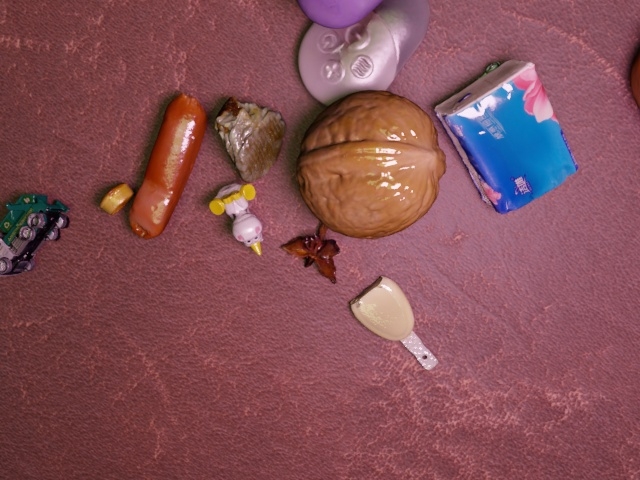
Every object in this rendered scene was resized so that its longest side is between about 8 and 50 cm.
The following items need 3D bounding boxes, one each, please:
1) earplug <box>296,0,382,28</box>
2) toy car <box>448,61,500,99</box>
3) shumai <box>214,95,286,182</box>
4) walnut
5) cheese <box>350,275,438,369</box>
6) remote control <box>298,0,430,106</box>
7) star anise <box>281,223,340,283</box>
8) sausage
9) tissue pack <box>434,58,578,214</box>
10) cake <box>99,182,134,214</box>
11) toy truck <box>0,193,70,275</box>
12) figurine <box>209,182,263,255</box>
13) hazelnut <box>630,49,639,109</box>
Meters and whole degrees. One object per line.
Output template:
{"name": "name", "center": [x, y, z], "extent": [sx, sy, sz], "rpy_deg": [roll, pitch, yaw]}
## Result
{"name": "earplug", "center": [0.130, -0.606, 1.248], "extent": [0.215, 0.215, 0.456], "rpy_deg": [43, 84, -3]}
{"name": "toy car", "center": [0.356, -0.328, 1.410], "extent": [0.143, 0.054, 0.073], "rpy_deg": [-39, 96, 10]}
{"name": "shumai", "center": [-0.181, -0.230, 1.430], "extent": [0.142, 0.184, 0.184], "rpy_deg": [26, 101, 24]}
{"name": "walnut", "center": [0.106, -0.156, 1.317], "extent": [0.332, 0.333, 0.333], "rpy_deg": [1, 99, 4]}
{"name": "cheese", "center": [0.190, 0.207, 1.505], "extent": [0.127, 0.054, 0.251], "rpy_deg": [-41, 94, 12]}
{"name": "remote control", "center": [0.092, -0.443, 1.387], "extent": [0.221, 0.103, 0.332], "rpy_deg": [38, 98, 3]}
{"name": "star anise", "center": [0.006, -0.003, 1.492], "extent": [0.158, 0.144, 0.140], "rpy_deg": [30, 145, 6]}
{"name": "sausage", "center": [-0.351, -0.167, 1.469], "extent": [0.097, 0.094, 0.348], "rpy_deg": [25, 102, 14]}
{"name": "tissue pack", "center": [0.400, -0.216, 1.352], "extent": [0.209, 0.137, 0.270], "rpy_deg": [-30, 114, 9]}
{"name": "cake", "center": [-0.481, -0.099, 1.493], "extent": [0.084, 0.084, 0.044], "rpy_deg": [-43, 95, 9]}
{"name": "toy truck", "center": [-0.712, -0.023, 1.515], "extent": [0.116, 0.110, 0.216], "rpy_deg": [43, 100, 10]}
{"name": "figurine", "center": [-0.177, -0.047, 1.458], "extent": [0.109, 0.129, 0.178], "rpy_deg": [-32, 92, -12]}
{"name": "hazelnut", "center": [0.820, -0.340, 1.244], "extent": [0.365, 0.366, 0.366], "rpy_deg": [1, 99, 4]}
